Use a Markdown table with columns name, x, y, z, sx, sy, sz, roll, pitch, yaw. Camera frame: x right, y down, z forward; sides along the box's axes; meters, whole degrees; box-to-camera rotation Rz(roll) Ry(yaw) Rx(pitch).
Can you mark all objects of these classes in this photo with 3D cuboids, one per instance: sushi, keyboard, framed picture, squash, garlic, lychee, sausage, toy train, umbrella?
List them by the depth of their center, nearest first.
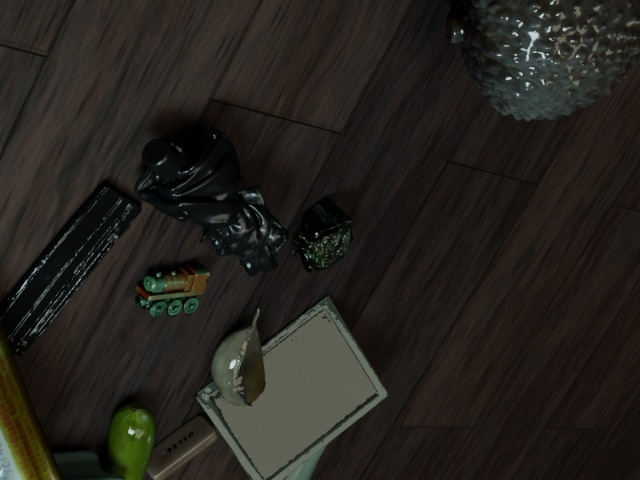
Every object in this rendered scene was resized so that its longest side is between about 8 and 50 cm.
| name | x | y | z | sx | sy | sz | roll | pitch | yaw |
| --- | --- | --- | --- | --- | --- | --- | --- | --- | --- |
| sausage | -0.384 | 0.235 | 1.611 | 0.125 | 0.117 | 0.317 | -36 | 117 | -43 |
| keyboard | -0.320 | 0.037 | 1.674 | 0.250 | 0.017 | 0.087 | -50 | 144 | 4 |
| umbrella | -0.135 | -0.053 | 1.707 | 0.122 | 0.110 | 0.272 | -18 | 146 | 19 |
| lychee | 0.296 | -0.292 | 1.747 | 0.300 | 0.300 | 0.300 | -26 | 138 | -26 |
| toy train | -0.198 | 0.065 | 1.798 | 0.103 | 0.044 | 0.064 | -5 | 123 | -45 |
| squash | -0.272 | 0.310 | 1.923 | 0.066 | 0.066 | 0.201 | -15 | 133 | -36 |
| sushi | 0.000 | 0.000 | 1.928 | 0.085 | 0.056 | 0.083 | -38 | 149 | -14 |
| garlic | -0.121 | 0.175 | 1.958 | 0.084 | 0.066 | 0.152 | -44 | 137 | -44 |
| framed picture | -0.040 | 0.233 | 2.051 | 0.252 | 0.014 | 0.197 | -36 | 110 | -14 |

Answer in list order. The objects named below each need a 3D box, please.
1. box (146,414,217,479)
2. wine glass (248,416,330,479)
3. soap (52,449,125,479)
| name | x | y | z | sx | sy | sz | roll | pitch | yaw |
| --- | --- | --- | --- | --- | --- | --- | --- | --- | --- |
| box | -0.208 | 0.305 | 1.996 | 0.115 | 0.048 | 0.025 | -35 | 145 | -15 |
| wine glass | -0.059 | 0.352 | 2.143 | 0.103 | 0.103 | 0.231 | 19 | 105 | -51 |
| soap | -0.405 | 0.371 | 1.783 | 0.289 | 0.095 | 0.172 | 8 | 112 | -58 |
